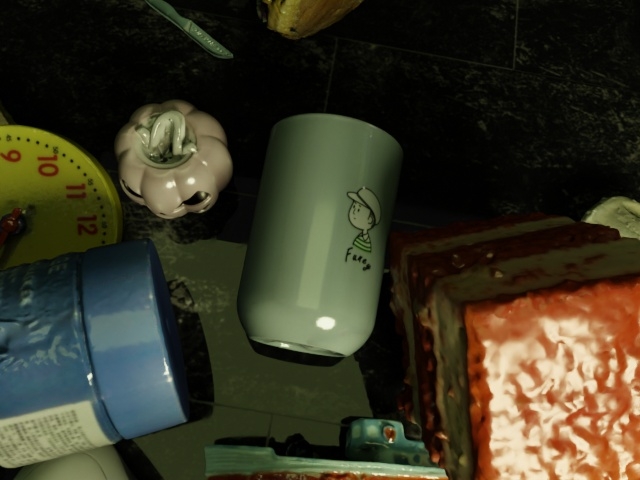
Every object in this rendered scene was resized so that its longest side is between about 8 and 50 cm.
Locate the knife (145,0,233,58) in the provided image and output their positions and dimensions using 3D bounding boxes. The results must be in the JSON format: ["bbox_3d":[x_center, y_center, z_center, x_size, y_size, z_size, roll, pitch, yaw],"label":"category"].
[{"bbox_3d":[-0.242,-0.387,0.987,0.210,0.015,0.028,40,69,7],"label":"knife"}]

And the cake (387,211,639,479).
[{"bbox_3d":[0.242,0.122,0.682,0.269,0.319,0.270,-9,102,-7],"label":"cake"}]

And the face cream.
[{"bbox_3d":[-0.301,0.138,0.700,0.224,0.249,0.249,-13,75,-14],"label":"face cream"}]

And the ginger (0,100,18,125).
[{"bbox_3d":[-0.591,-0.214,0.850,0.353,0.126,0.190,25,78,3],"label":"ginger"}]

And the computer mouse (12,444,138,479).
[{"bbox_3d":[-0.281,0.388,0.703,0.184,0.121,0.297,-35,78,-15],"label":"computer mouse"}]

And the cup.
[{"bbox_3d":[0.000,0.000,0.795,0.205,0.205,0.313,10,74,-2],"label":"cup"}]

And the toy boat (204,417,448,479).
[{"bbox_3d":[0.008,0.310,0.743,0.331,0.145,0.133,4,51,-6],"label":"toy boat"}]

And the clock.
[{"bbox_3d":[-0.436,-0.024,0.785,0.293,0.071,0.278,-8,98,-7],"label":"clock"}]

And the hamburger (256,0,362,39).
[{"bbox_3d":[-0.018,-0.468,0.877,0.276,0.318,0.195,-39,89,-8],"label":"hamburger"}]

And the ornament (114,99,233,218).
[{"bbox_3d":[-0.223,-0.125,0.835,0.177,0.177,0.178,1,74,-4],"label":"ornament"}]

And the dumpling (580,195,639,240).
[{"bbox_3d":[0.471,0.002,0.888,0.176,0.092,0.150,1,75,-4],"label":"dumpling"}]
